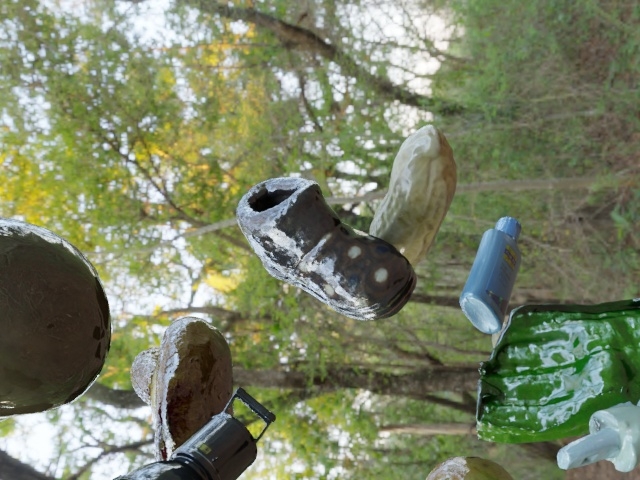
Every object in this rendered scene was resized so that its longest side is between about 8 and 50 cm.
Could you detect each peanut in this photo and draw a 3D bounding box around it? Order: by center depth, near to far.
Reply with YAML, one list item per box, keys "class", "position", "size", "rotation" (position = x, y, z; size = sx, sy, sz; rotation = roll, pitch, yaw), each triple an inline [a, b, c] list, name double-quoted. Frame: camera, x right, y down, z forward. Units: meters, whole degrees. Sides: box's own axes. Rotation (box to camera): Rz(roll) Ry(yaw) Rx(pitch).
- class: "peanut"
  position: [0.191, -0.081, 1.358]
  size: [0.153, 0.140, 0.325]
  rotation: [-85, 8, -63]

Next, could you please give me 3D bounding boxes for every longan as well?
- class: "longan"
  position: [-0.339, 0.087, 0.693]
  size: [0.215, 0.245, 0.246]
  rotation: [-53, -35, -41]

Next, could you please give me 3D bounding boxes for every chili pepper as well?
- class: "chili pepper"
  position: [0.422, 0.210, 1.070]
  size: [0.213, 0.384, 0.168]
  rotation: [-101, -9, -47]

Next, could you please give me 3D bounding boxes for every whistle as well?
- class: "whistle"
  position: [0.177, 0.108, 0.374]
  size: [0.035, 0.100, 0.035]
  rotation: [167, 90, -71]

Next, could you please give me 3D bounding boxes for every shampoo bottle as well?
- class: "shampoo bottle"
  position: [0.336, 0.051, 1.270]
  size: [0.104, 0.061, 0.258]
  rotation: [50, -135, -21]

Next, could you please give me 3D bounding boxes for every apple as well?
- class: "apple"
  position: [0.324, 0.541, 1.385]
  size: [0.188, 0.174, 0.207]
  rotation: [46, 180, -41]

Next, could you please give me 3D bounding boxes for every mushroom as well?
- class: "mushroom"
  position: [-0.279, 0.334, 1.425]
  size: [0.345, 0.239, 0.345]
  rotation: [156, 90, -84]

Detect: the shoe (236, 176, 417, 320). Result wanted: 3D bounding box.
- class: "shoe"
  position: [0.000, 0.000, 1.281]
  size: [0.171, 0.383, 0.237]
  rotation: [-47, -46, -21]

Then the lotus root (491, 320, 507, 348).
- class: "lotus root"
  position: [0.469, 0.270, 1.412]
  size: [0.110, 0.258, 0.097]
  rotation: [-46, -31, -6]

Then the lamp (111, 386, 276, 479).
- class: "lamp"
  position: [-0.183, 0.351, 0.996]
  size: [0.227, 0.147, 0.172]
  rotation: [-33, -27, -51]
